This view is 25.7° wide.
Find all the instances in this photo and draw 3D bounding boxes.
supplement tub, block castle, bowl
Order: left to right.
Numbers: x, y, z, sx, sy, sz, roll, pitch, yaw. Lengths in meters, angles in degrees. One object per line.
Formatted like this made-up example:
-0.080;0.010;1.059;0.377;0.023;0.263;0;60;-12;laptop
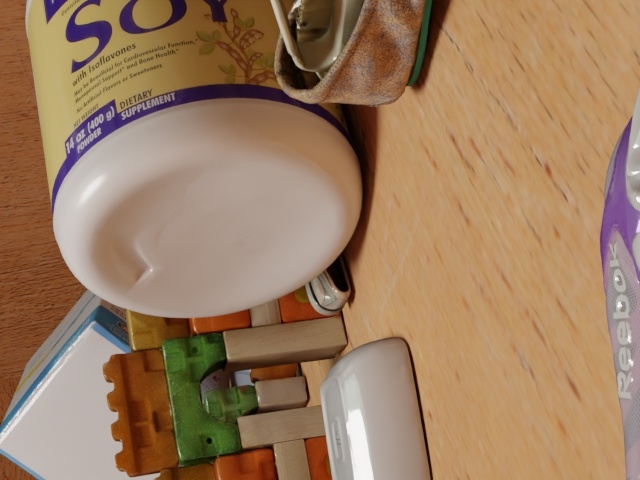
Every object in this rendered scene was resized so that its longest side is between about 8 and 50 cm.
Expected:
-0.113;-0.130;1.149;0.241;0.241;0.331;98;161;-53;supplement tub
-0.096;0.175;1.330;0.303;0.212;0.453;115;146;-69;block castle
0.037;0.147;1.061;0.142;0.053;0.142;133;130;-77;bowl

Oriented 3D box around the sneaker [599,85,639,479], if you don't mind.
0.133;0.048;0.449;0.104;0.095;0.236;-159;67;-85;sneaker

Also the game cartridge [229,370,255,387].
-0.057;0.232;1.584;0.198;0.062;0.297;146;116;-82;game cartridge

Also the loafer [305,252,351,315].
0.000;0.000;1.196;0.039;0.045;0.125;-44;59;55;loafer

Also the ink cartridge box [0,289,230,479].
-0.243;0.183;1.707;0.197;0.198;0.270;-50;12;10;ink cartridge box

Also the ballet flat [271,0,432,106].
0.022;-0.176;0.791;0.316;0.106;0.108;100;159;-55;ballet flat
